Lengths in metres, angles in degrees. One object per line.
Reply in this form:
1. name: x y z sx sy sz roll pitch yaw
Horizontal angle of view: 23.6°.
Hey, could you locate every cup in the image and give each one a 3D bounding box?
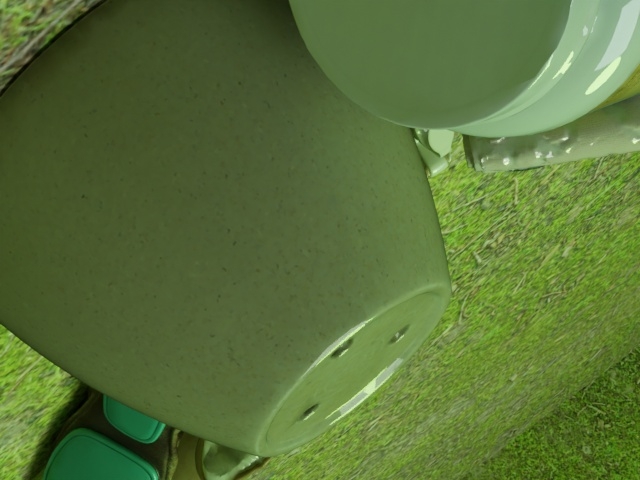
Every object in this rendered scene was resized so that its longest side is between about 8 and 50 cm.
1. cup: -0.052 0.004 1.025 0.331 0.237 0.331 -36 161 -15

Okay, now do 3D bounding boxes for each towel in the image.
1. towel: 0.277 -0.132 1.242 0.332 0.053 0.317 -11 -165 6

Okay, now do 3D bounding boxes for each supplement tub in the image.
1. supplement tub: 0.144 -0.190 0.973 0.316 0.228 0.228 -21 153 -52

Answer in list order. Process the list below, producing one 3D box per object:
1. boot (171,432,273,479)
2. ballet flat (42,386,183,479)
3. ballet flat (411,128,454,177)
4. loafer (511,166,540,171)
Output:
1. boot: -0.092 0.183 1.451 0.236 0.089 0.269 -56 -176 6
2. ballet flat: -0.161 0.149 1.378 0.124 0.116 0.342 -52 170 -45
3. ballet flat: 0.086 -0.089 1.359 0.072 0.068 0.213 -37 162 -13
4. loafer: 0.241 -0.127 1.622 0.170 0.062 0.061 -33 138 -34
